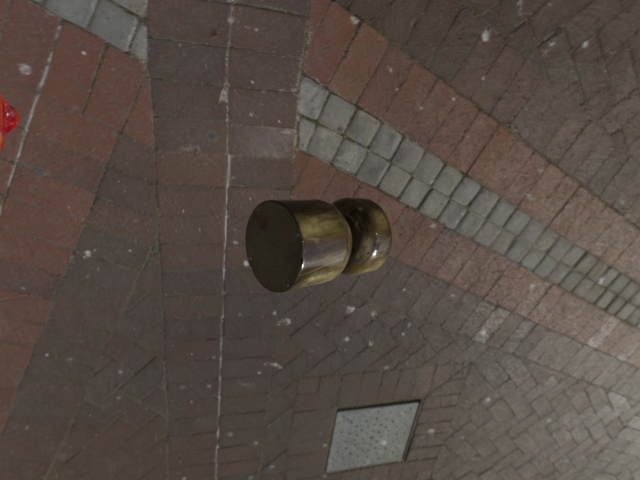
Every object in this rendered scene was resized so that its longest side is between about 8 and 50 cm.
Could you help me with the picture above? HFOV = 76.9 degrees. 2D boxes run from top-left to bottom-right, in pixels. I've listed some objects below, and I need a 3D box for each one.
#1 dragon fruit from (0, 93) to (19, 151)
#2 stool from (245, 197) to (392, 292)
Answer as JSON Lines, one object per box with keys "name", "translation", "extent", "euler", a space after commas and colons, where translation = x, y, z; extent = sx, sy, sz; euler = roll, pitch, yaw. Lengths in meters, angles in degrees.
{"name": "dragon fruit", "translation": [-0.707, -0.220, 0.748], "extent": [0.228, 0.243, 0.306], "euler": [16, 89, -62]}
{"name": "stool", "translation": [0.000, 0.000, 0.843], "extent": [0.264, 0.179, 0.179], "euler": [-6, 121, -44]}
